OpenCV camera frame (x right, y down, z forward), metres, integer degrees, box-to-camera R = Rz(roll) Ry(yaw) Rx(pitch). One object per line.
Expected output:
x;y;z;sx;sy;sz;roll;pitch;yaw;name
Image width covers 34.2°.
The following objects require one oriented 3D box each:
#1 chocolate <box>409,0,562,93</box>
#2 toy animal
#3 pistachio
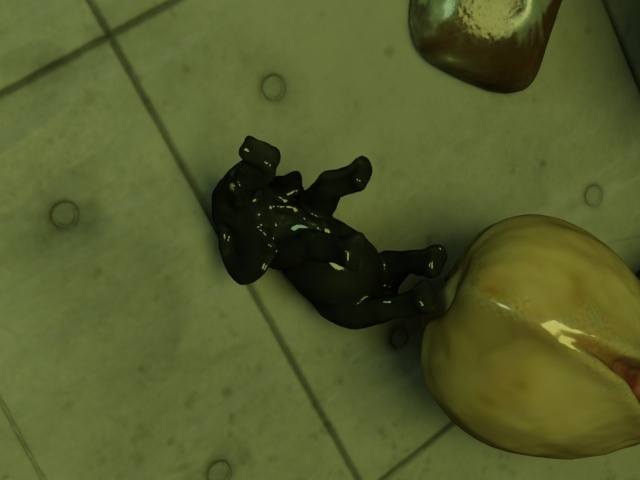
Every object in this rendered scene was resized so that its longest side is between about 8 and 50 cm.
0.189;-0.280;1.013;0.157;0.080;0.254;18;86;-26;chocolate
-0.003;0.003;0.904;0.245;0.146;0.114;52;53;-23;toy animal
0.213;0.096;0.971;0.309;0.230;0.230;33;79;-42;pistachio
